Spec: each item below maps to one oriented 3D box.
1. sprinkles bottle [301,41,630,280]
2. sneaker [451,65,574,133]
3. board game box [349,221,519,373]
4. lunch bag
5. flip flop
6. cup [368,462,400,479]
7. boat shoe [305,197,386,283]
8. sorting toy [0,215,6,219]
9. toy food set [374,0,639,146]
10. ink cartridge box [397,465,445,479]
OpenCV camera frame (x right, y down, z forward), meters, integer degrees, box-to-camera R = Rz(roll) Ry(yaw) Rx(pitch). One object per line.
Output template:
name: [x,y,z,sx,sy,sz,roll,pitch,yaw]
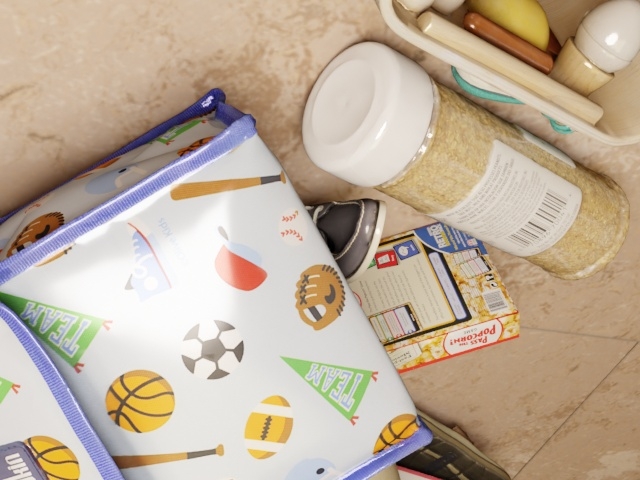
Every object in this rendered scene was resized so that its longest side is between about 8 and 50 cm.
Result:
sprinkles bottle: [0.148,-0.064,1.054,0.355,0.121,0.121,23,123,-38]
sneaker: [0.241,-0.140,1.031,0.275,0.107,0.110,2,143,-24]
board game box: [0.088,0.060,1.145,0.193,0.147,0.045,-16,138,-4]
lunch bag: [-0.156,0.114,0.913,0.385,0.239,0.328,-30,106,-5]
flip flop: [0.158,0.280,1.468,0.112,0.080,0.277,-35,122,25]
cup: [-0.058,0.241,1.188,0.331,0.331,0.237,-5,114,-17]
boat shoe: [0.000,0.000,1.050,0.065,0.075,0.206,18,164,-16]
sorting toy: [-0.289,0.059,1.076,0.193,0.038,0.208,-10,131,-12]
toy food set: [0.131,-0.206,0.821,0.306,0.220,0.092,20,125,-36]
ink cartridge box: [0.081,0.423,1.468,0.207,0.117,0.283,21,136,-23]
